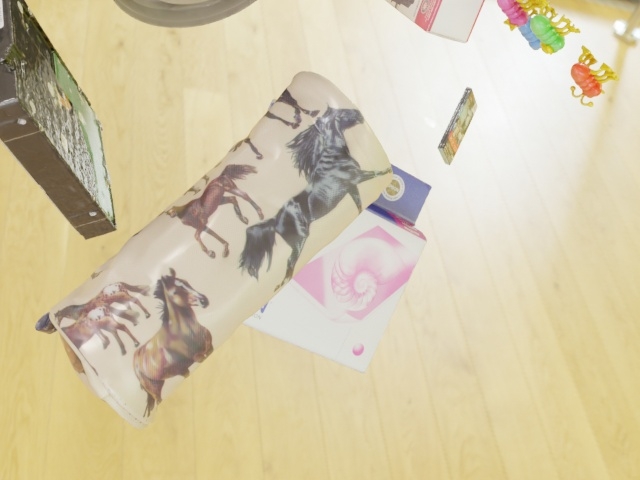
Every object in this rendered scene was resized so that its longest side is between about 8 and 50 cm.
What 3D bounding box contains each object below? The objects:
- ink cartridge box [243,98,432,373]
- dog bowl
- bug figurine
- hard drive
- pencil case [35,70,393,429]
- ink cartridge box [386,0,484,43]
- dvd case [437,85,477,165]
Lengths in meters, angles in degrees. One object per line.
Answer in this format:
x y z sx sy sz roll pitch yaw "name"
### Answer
0.000 0.000 1.365 0.324 0.330 0.071 25 -1 -26 "ink cartridge box"
-0.228 -0.537 1.586 0.349 0.348 0.102 -8 63 -30 "dog bowl"
0.405 -0.362 1.587 0.216 0.072 0.279 37 17 -40 "bug figurine"
-0.399 -0.180 1.296 0.064 0.339 0.236 -17 60 2 "hard drive"
-0.098 0.001 0.940 0.410 0.183 0.160 -45 109 -13 "pencil case"
0.222 -0.504 1.696 0.100 0.171 0.237 8 27 -27 "ink cartridge box"
0.238 -0.196 1.530 0.013 0.087 0.119 25 86 21 "dvd case"
